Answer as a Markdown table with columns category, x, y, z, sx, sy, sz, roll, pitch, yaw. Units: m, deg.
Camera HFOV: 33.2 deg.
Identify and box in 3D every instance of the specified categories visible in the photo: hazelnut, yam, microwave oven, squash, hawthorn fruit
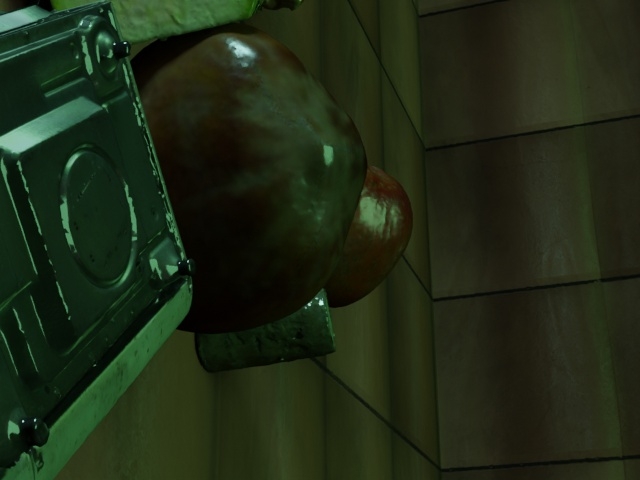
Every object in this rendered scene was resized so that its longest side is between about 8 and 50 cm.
| category | x | y | z | sx | sy | sz | roll | pitch | yaw |
| --- | --- | --- | --- | --- | --- | --- | --- | --- | --- |
| hazelnut | -0.111 | -0.072 | 1.263 | 0.366 | 0.365 | 0.366 | -8 | 90 | -73 |
| yam | -0.079 | 0.130 | 1.552 | 0.107 | 0.194 | 0.107 | 169 | -90 | -90 |
| microwave oven | -0.277 | 0.007 | 0.821 | 0.394 | 0.247 | 0.333 | -57 | 138 | -65 |
| squash | -0.187 | -0.331 | 1.287 | 0.309 | 0.233 | 0.210 | -102 | 178 | -85 |
| hawthorn fruit | 0.000 | 0.000 | 1.754 | 0.277 | 0.276 | 0.298 | -4 | 105 | -73 |

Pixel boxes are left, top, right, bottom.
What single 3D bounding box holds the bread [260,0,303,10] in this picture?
| category | x | y | z | sx | sy | sz | roll | pitch | yaw |
| --- | --- | --- | --- | --- | --- | --- | --- | --- | --- |
| bread | -0.089 | -0.576 | 1.839 | 0.277 | 0.167 | 0.325 | -68 | 155 | -60 |

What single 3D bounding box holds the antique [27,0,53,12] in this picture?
| category | x | y | z | sx | sy | sz | roll | pitch | yaw |
| --- | --- | --- | --- | --- | --- | --- | --- | --- | --- |
| antique | -0.314 | -0.277 | 1.223 | 0.031 | 0.015 | 0.192 | 65 | 23 | -46 |
